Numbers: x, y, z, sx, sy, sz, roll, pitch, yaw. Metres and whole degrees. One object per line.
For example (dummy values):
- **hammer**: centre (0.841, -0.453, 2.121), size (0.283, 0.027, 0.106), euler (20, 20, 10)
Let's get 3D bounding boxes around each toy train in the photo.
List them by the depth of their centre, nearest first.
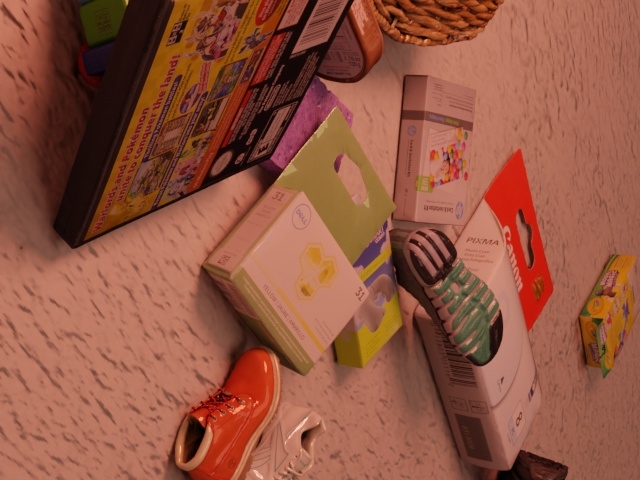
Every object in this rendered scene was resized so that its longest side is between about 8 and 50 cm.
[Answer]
- **toy train**: centre (-0.116, -0.222, 0.989), size (0.248, 0.105, 0.143), euler (-21, 100, -54)

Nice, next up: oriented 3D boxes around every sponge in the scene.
- **sponge**: centre (-0.036, -0.129, 1.179), size (0.210, 0.031, 0.117), euler (38, 64, -53)

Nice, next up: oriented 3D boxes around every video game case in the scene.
- **video game case**: centre (-0.085, -0.131, 0.921), size (0.248, 0.035, 0.275), euler (-30, 159, -43)

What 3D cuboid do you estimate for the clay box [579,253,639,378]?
- **clay box**: centre (0.544, 0.142, 2.109), size (0.222, 0.053, 0.127), euler (-49, 134, -40)

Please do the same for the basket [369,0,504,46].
- **basket**: centre (0.077, -0.362, 1.261), size (0.213, 0.223, 0.299), euler (-56, 152, 18)

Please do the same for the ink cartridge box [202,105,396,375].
- **ink cartridge box**: centre (0.000, 0.000, 1.183), size (0.235, 0.056, 0.171), euler (-50, 132, -20)

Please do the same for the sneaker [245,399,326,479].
- **sneaker**: centre (-0.046, 0.242, 1.200), size (0.152, 0.061, 0.054), euler (-63, 144, -27)

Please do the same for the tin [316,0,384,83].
- **tin**: centre (-0.001, -0.240, 1.145), size (0.040, 0.106, 0.190), euler (-59, 139, -33)

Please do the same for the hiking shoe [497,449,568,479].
- **hiking shoe**: centre (0.312, 0.383, 1.697), size (0.227, 0.086, 0.114), euler (84, 25, -78)

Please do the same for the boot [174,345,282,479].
- **boot**: centre (-0.092, 0.170, 1.120), size (0.084, 0.059, 0.158), euler (42, 61, -46)

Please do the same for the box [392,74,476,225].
- **box**: centre (0.151, -0.115, 1.467), size (0.145, 0.038, 0.186), euler (3, 94, -57)

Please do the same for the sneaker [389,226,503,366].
- **sneaker**: centre (0.151, 0.063, 1.410), size (0.083, 0.098, 0.224), euler (-44, 122, -20)

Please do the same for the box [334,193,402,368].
- **box**: centre (0.047, 0.047, 1.328), size (0.109, 0.042, 0.178), euler (-42, 129, -47)

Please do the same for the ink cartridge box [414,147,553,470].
- **ink cartridge box**: centre (0.287, 0.096, 1.667), size (0.385, 0.091, 0.308), euler (-53, 136, -37)
